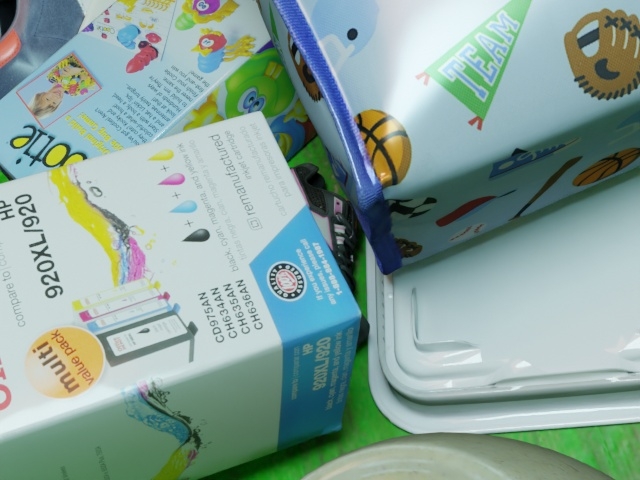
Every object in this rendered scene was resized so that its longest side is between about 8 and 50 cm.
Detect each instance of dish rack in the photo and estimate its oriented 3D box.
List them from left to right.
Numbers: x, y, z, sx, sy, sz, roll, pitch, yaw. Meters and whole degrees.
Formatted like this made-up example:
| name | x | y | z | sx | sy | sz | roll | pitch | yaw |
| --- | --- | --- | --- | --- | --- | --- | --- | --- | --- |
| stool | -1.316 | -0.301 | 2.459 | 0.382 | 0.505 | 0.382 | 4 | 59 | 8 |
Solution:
| name | x | y | z | sx | sy | sz | roll | pitch | yaw |
| --- | --- | --- | --- | --- | --- | --- | --- | --- | --- |
| dish rack | 0.167 | -0.027 | 0.808 | 0.286 | 0.072 | 0.333 | -6 | 60 | 12 |

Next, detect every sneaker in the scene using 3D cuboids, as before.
| name | x | y | z | sx | sy | sz | roll | pitch | yaw |
| --- | --- | --- | --- | --- | --- | --- | --- | --- | --- |
| sneaker | -0.244 | -0.261 | 1.000 | 0.148 | 0.131 | 0.350 | 22 | 61 | -16 |
| sneaker | 0.000 | 0.000 | 0.839 | 0.077 | 0.072 | 0.178 | -28 | 57 | -3 |

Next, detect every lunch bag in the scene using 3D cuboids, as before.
| name | x | y | z | sx | sy | sz | roll | pitch | yaw |
| --- | --- | --- | --- | --- | --- | --- | --- | --- | --- |
| lunch bag | 0.100 | -0.226 | 0.717 | 0.328 | 0.239 | 0.385 | -22 | 73 | 0 |

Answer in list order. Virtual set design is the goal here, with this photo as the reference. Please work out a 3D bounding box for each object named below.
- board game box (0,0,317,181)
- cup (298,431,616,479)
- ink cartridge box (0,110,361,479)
| name | x | y | z | sx | sy | sz | roll | pitch | yaw |
| --- | --- | --- | --- | --- | --- | --- | --- | --- | --- |
| board game box | -0.120 | -0.108 | 0.894 | 0.275 | 0.142 | 0.144 | -44 | 60 | -12 |
| cup | 0.069 | 0.231 | 0.556 | 0.331 | 0.237 | 0.331 | -11 | 52 | 15 |
| ink cartridge box | -0.118 | 0.056 | 0.697 | 0.233 | 0.168 | 0.171 | -18 | 60 | -15 |
